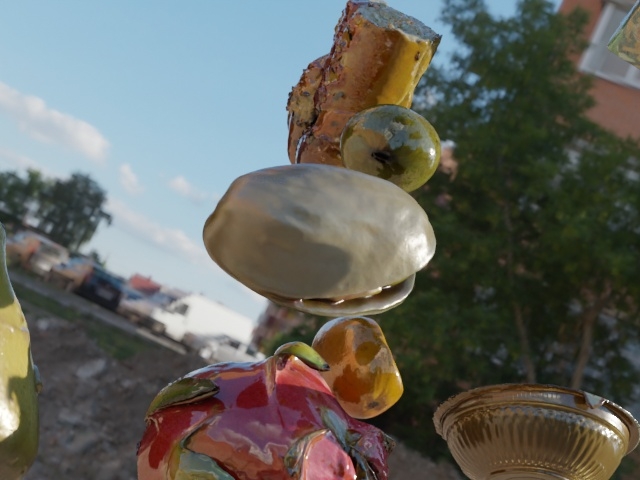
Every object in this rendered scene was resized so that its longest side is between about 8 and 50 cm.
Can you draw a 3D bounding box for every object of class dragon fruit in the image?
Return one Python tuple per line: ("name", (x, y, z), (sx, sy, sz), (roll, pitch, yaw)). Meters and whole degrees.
("dragon fruit", (-0.053, 0.270, 1.329), (0.305, 0.305, 0.226), (30, -41, -32))

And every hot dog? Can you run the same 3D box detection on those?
("hot dog", (0.052, -0.269, 2.018), (0.196, 0.365, 0.367), (19, 16, -12))

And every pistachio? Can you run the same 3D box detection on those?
("pistachio", (0.000, 0.000, 1.309), (0.288, 0.197, 0.166), (9, -41, -11))

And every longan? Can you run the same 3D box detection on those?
("longan", (0.112, -0.147, 1.683), (0.155, 0.145, 0.176), (45, 29, 2))

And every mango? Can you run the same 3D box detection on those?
("mango", (0.039, 0.174, 1.526), (0.102, 0.141, 0.217), (-11, 19, -14))

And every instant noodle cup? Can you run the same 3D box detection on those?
("instant noodle cup", (0.276, 0.283, 1.387), (0.274, 0.090, 0.274), (7, -33, 5))

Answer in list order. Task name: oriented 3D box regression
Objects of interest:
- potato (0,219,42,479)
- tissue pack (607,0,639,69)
("potato", (-0.454, 0.125, 1.209), (0.296, 0.290, 0.397), (56, -17, 32))
("tissue pack", (0.745, -0.389, 2.056), (0.311, 0.128, 0.228), (35, -36, 8))
